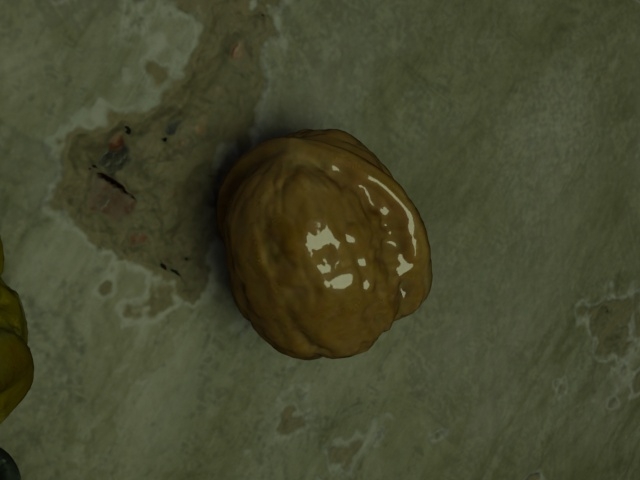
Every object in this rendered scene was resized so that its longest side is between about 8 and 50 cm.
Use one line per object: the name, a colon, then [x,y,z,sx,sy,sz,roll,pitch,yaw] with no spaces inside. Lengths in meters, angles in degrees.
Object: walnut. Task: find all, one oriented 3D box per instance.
walnut: [0.000,0.000,1.633,0.224,0.257,0.257,-56,132,-49]

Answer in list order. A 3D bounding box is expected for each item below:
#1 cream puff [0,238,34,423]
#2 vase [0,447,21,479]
cream puff: [-0.408,0.105,1.340,0.378,0.275,0.378,-5,97,-42]
vase: [-0.345,0.326,1.460,0.156,0.301,0.251,24,80,-35]
